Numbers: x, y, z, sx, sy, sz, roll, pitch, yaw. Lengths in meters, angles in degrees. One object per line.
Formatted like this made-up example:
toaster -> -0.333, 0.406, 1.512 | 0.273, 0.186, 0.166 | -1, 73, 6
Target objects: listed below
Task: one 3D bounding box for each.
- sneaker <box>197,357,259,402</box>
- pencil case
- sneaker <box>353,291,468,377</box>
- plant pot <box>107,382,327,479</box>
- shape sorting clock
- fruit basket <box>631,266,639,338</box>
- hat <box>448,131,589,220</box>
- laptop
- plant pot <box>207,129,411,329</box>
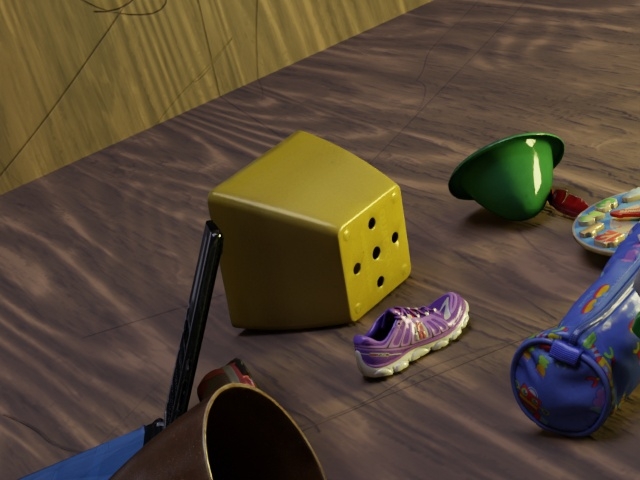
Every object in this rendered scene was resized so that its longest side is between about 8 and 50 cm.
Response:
sneaker -> -0.112, 0.227, 1.935 | 0.136, 0.116, 0.314 | -24, 20, -9
pencil case -> 0.326, 0.085, 1.881 | 0.119, 0.133, 0.306 | 20, 40, 29
sneaker -> 0.112, 0.104, 2.118 | 0.170, 0.071, 0.068 | -30, 22, -30
plant pot -> -0.136, 0.286, 1.717 | 0.230, 0.215, 0.215 | -29, 15, 24
shape sorting clock -> 0.422, -0.028, 2.205 | 0.206, 0.040, 0.206 | -13, 25, 6
fruit basket -> 0.474, -0.015, 1.748 | 0.165, 0.327, 0.353 | 41, 66, 20
hat -> 0.287, -0.033, 2.393 | 0.173, 0.183, 0.208 | -15, -23, -8
laptop -> -0.267, 0.158, 1.970 | 0.236, 0.407, 0.382 | 12, 1, -6
plant pot -> 0.000, 0.000, 2.330 | 0.187, 0.212, 0.212 | 13, 35, 36
